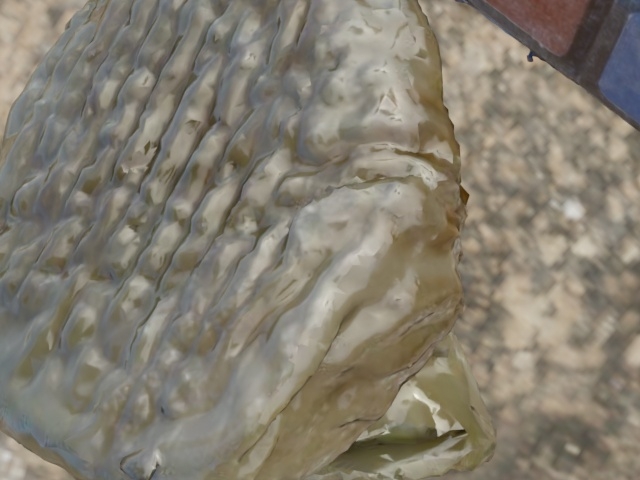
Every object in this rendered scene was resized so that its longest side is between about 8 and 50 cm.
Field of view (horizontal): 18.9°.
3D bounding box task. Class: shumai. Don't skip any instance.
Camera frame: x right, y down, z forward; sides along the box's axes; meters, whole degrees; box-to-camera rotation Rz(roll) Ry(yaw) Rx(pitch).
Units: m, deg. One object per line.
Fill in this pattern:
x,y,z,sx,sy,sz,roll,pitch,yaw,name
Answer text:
0.000,0.000,0.963,0.267,0.262,0.314,0,71,35,shumai

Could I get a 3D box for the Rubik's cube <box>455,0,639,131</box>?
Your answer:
0.339,-0.245,1.161,0.362,0.363,0.359,38,62,15,Rubik's cube
